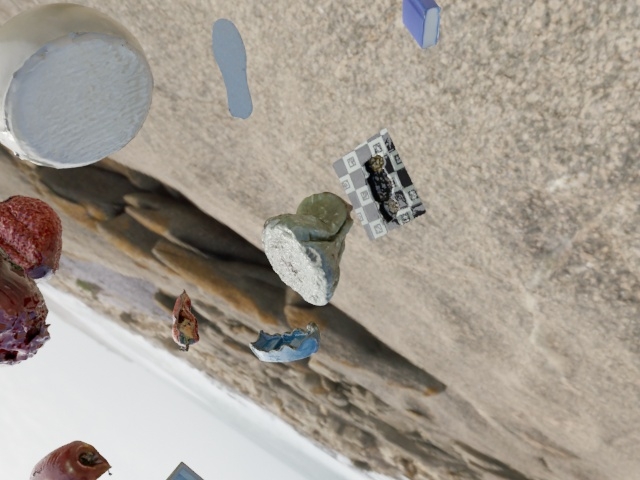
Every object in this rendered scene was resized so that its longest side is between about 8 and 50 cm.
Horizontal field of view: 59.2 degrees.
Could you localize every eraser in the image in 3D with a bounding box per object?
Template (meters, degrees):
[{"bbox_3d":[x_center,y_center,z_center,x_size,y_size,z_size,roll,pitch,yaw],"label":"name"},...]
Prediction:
[{"bbox_3d":[0.145,-0.327,0.816,0.063,0.027,0.085,85,170,-49],"label":"eraser"}]

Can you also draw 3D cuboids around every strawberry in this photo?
[{"bbox_3d":[-0.829,0.018,1.546,0.288,0.238,0.250,40,138,31],"label":"strawberry"},{"bbox_3d":[-0.646,0.133,1.066,0.274,0.220,0.274,38,159,18],"label":"strawberry"}]

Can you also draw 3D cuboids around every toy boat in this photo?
[{"bbox_3d":[-0.077,0.226,1.287,0.185,0.075,0.077,-9,114,32],"label":"toy boat"}]

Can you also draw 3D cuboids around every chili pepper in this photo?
[{"bbox_3d":[-0.286,0.170,1.173,0.059,0.051,0.268,26,-170,-23],"label":"chili pepper"}]

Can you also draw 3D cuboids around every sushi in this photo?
[{"bbox_3d":[0.148,-0.131,1.332,0.192,0.050,0.215,-29,85,45],"label":"sushi"}]

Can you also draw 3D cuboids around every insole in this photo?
[{"bbox_3d":[-0.173,-0.340,1.128,0.004,0.065,0.197,35,140,60],"label":"insole"}]

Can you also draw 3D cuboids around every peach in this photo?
[{"bbox_3d":[-0.734,0.672,1.583,0.267,0.158,0.154,-41,81,32],"label":"peach"}]

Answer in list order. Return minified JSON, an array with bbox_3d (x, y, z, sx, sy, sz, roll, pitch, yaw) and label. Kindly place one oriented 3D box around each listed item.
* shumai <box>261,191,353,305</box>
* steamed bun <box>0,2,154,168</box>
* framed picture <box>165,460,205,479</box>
[{"bbox_3d":[0.000,0.000,1.666,0.304,0.263,0.309,54,153,-16],"label":"shumai"},{"bbox_3d":[-0.577,-0.356,1.272,0.241,0.374,0.374,42,165,26],"label":"steamed bun"},{"bbox_3d":[-0.321,0.645,1.355,0.015,0.150,0.203,12,144,53],"label":"framed picture"}]
